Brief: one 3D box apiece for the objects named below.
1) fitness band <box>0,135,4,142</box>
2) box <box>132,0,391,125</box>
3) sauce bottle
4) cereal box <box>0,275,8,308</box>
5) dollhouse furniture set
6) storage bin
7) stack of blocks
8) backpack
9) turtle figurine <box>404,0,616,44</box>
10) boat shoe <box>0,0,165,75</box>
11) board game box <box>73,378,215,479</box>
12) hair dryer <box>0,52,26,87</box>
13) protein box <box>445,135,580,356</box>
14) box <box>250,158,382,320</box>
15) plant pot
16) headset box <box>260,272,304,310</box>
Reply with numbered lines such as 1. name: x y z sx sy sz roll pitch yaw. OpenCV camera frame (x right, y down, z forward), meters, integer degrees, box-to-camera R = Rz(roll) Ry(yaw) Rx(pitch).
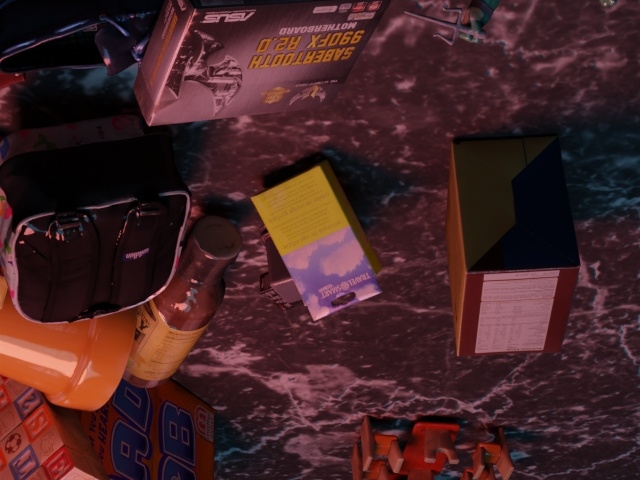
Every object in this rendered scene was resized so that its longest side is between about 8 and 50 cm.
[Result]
1. fitness band: -0.480 -0.053 1.538 0.209 0.054 0.291 3 146 -11
2. box: -0.062 -0.205 1.259 0.231 0.056 0.183 -10 151 -31
3. sauce bottle: -0.200 0.085 1.695 0.111 0.111 0.344 13 141 -20
4. cereal box: -0.517 0.041 1.527 0.173 0.047 0.240 21 167 -35
5. dollhouse furniture set: 0.180 0.409 2.189 0.262 0.135 0.259 6 133 -11
6. storage bin: -0.013 0.019 1.622 0.135 0.091 0.098 -18 142 20
7. stack of blocks: -0.429 0.286 1.705 0.171 0.297 0.087 -43 137 3
8. backpack: -0.279 -0.018 1.450 0.225 0.191 0.253 -12 143 -20
9. turtle figurine: 0.199 -0.280 1.184 0.234 0.118 0.175 -6 163 -20
10. boat shoe: -0.220 -0.207 1.291 0.258 0.089 0.109 -7 145 8
11. board game box: -0.410 0.404 1.920 0.356 0.356 0.356 -19 142 22
12. hair dryer: -0.446 -0.134 1.372 0.293 0.080 0.223 -35 132 21
13. protein box: 0.234 0.010 1.523 0.136 0.200 0.201 -2 145 1
14. box: 0.000 0.000 1.539 0.109 0.042 0.178 -24 96 23
15. plant pot: -0.374 0.112 1.628 0.188 0.205 0.205 16 141 -30
16. headset box: -0.036 0.063 1.734 0.083 0.032 0.062 -23 140 26
